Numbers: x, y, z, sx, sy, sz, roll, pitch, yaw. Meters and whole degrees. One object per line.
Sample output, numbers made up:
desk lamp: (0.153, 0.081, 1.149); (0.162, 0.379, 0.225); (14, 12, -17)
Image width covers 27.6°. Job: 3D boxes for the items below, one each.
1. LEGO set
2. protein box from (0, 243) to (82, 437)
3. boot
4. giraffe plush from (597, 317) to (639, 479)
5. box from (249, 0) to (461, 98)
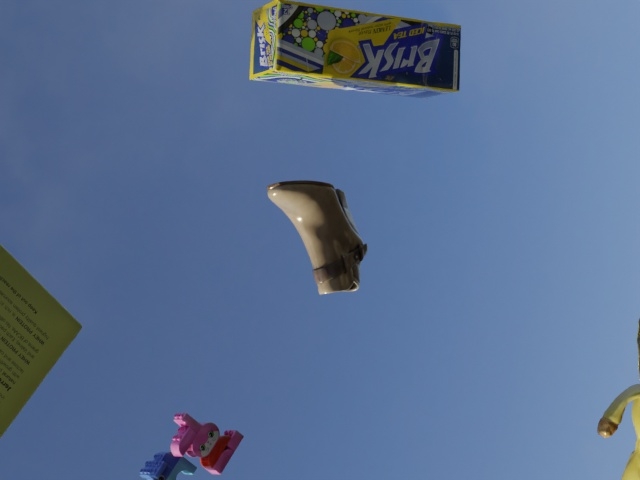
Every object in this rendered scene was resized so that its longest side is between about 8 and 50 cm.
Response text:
LEGO set: (-0.188, 0.262, 1.299); (0.093, 0.087, 0.227); (42, -117, -20)
protein box: (-0.330, 0.075, 0.964); (0.200, 0.136, 0.201); (51, -121, -32)
boot: (0.000, 0.000, 1.043); (0.118, 0.042, 0.087); (5, -104, -56)
giraffe plush: (0.333, 0.160, 0.998); (0.181, 0.170, 0.210); (-46, -49, -27)
box: (0.030, -0.153, 1.058); (0.169, 0.054, 0.059); (3, -92, -26)
